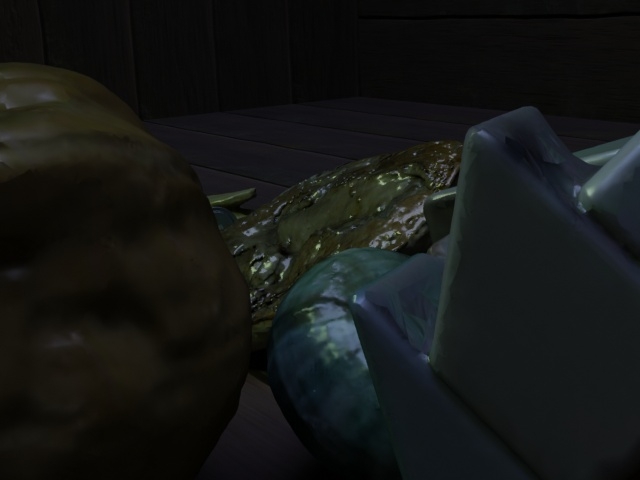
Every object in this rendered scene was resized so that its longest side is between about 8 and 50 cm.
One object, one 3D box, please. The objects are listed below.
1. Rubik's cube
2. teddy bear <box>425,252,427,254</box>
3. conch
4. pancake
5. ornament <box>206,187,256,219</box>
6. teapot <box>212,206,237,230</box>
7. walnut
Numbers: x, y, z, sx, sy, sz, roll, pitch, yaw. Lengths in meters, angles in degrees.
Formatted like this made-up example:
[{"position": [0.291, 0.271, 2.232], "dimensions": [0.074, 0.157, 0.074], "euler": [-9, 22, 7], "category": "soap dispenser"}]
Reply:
[{"position": [0.212, 0.072, 0.479], "dimensions": [0.387, 0.368, 0.358], "euler": [46, 28, 12], "category": "Rubik's cube"}, {"position": [0.181, 0.015, 1.164], "dimensions": [0.177, 0.140, 0.190], "euler": [19, 3, 25], "category": "teddy bear"}, {"position": [0.062, 0.102, 0.778], "dimensions": [0.220, 0.195, 0.277], "euler": [14, -15, -18], "category": "conch"}, {"position": [-0.001, 0.000, 1.111], "dimensions": [0.387, 0.082, 0.387], "euler": [-29, 19, 11], "category": "pancake"}, {"position": [-0.203, -0.055, 1.678], "dimensions": [0.201, 0.059, 0.180], "euler": [-3, 11, 3], "category": "ornament"}, {"position": [-0.163, -0.009, 1.490], "dimensions": [0.088, 0.066, 0.057], "euler": [-28, -1, -11], "category": "teapot"}, {"position": [-0.241, 0.051, 0.673], "dimensions": [0.384, 0.383, 0.383], "euler": [-2, 14, 1], "category": "walnut"}]
